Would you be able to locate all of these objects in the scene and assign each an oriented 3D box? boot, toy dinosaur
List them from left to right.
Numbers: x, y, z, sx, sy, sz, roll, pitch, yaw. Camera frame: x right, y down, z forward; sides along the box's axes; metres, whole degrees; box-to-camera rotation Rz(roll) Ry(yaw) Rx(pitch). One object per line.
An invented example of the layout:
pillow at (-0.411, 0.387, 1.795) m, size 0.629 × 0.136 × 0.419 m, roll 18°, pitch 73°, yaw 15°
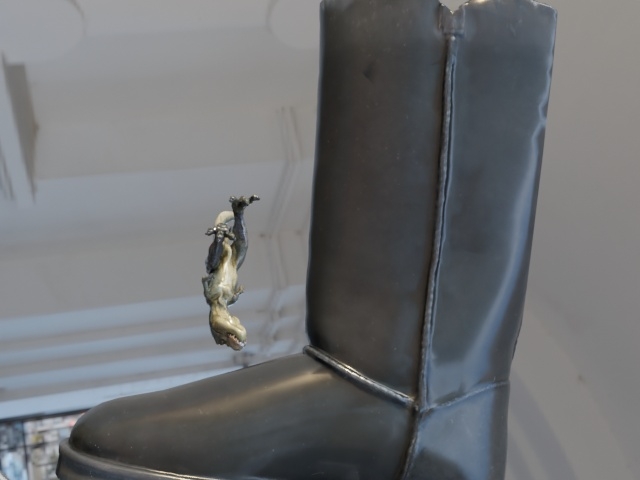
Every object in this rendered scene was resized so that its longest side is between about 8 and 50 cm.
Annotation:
toy dinosaur at (-0.115, 0.010, 1.131) m, size 0.268 × 0.064 × 0.118 m, roll -93°, pitch -166°, yaw -49°
boot at (0.002, 0.000, 0.760) m, size 0.146 × 0.367 × 0.445 m, roll 161°, pitch -62°, yaw -79°

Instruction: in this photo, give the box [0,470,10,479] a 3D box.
box at (-0.453, 0.312, 0.972) m, size 0.183 × 0.233 × 0.059 m, roll 38°, pitch -38°, yaw 9°
